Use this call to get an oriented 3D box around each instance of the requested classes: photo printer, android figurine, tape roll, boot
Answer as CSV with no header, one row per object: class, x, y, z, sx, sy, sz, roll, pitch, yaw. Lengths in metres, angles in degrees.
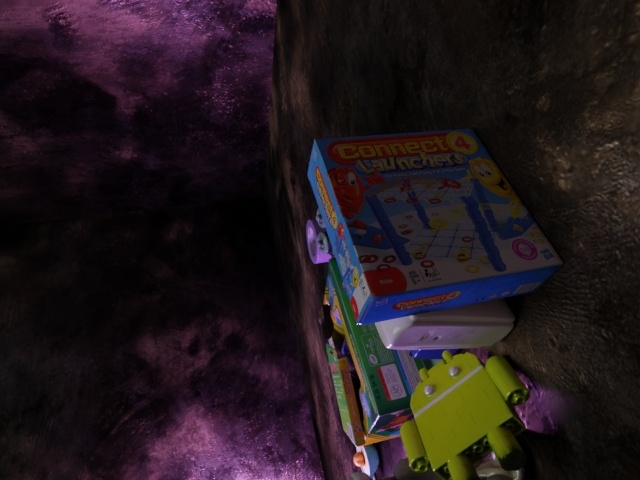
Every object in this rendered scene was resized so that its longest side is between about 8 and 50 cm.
photo printer,0.182,0.048,0.810,0.107,0.255,0.308,-60,35,37
android figurine,0.252,0.308,0.789,0.056,0.248,0.273,43,-165,-20
tape roll,0.000,0.000,1.842,0.189,0.080,0.189,171,90,-76
boot,0.011,0.249,1.309,0.114,0.037,0.107,118,155,-69

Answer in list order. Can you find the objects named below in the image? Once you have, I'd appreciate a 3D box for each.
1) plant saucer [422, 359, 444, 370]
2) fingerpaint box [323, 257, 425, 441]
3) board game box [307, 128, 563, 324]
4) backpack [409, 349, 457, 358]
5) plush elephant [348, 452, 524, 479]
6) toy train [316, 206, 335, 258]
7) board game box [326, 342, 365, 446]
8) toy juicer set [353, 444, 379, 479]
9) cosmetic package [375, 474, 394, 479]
plant saucer,0.277,0.300,1.031,0.119,0.021,0.120,172,90,-76
fingerpaint box,0.136,0.316,1.265,0.371,0.163,0.445,95,161,-55
board game box,0.165,-0.042,0.703,0.086,0.307,0.302,103,154,-53
backpack,0.246,0.185,0.948,0.101,0.097,0.120,113,160,-48
plush elephant,0.264,0.506,0.773,0.255,0.329,0.272,-49,48,41
toy train,0.074,-0.077,1.425,0.190,0.142,0.334,13,109,62
board game box,0.066,0.417,1.207,0.124,0.039,0.260,168,87,-77
toy juicer set,0.156,0.803,1.646,0.209,0.089,0.330,-169,71,-75
cosmetic package,0.229,0.867,1.110,0.161,0.229,0.454,123,136,-67
